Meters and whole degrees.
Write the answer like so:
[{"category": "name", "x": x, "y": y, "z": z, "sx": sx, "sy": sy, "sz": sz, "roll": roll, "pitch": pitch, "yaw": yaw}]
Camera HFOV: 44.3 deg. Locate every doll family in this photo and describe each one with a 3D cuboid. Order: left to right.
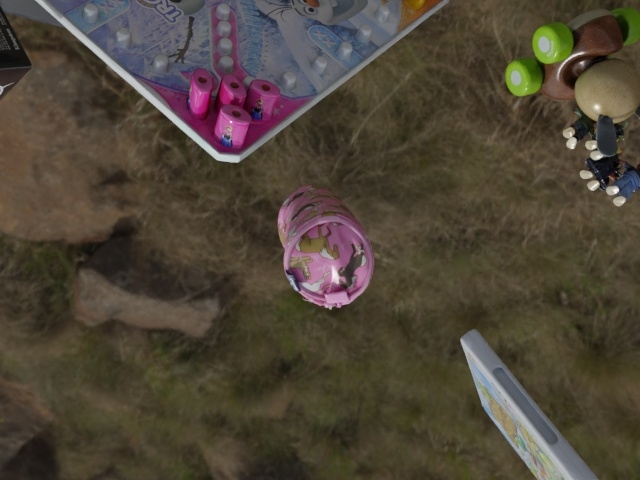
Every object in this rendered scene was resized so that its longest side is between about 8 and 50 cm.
[{"category": "doll family", "x": 0.500, "y": -0.147, "z": 1.355, "sx": 0.076, "sy": 0.111, "sz": 0.193, "roll": -12, "pitch": 108, "yaw": 49}]

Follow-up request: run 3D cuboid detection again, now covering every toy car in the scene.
[{"category": "toy car", "x": 0.374, "y": -0.199, "z": 1.060, "sx": 0.188, "sy": 0.155, "sz": 0.149, "roll": 66, "pitch": 157, "yaw": 16}]

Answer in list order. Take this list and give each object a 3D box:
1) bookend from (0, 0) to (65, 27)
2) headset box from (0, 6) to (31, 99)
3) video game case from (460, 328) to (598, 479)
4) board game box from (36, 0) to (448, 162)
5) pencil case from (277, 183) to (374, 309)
[{"category": "bookend", "x": -0.371, "y": -0.371, "z": 1.038, "sx": 0.157, "sy": 0.156, "sz": 0.072, "roll": 11, "pitch": 146, "yaw": -16}, {"category": "headset box", "x": -0.394, "y": -0.177, "z": 0.551, "sx": 0.110, "sy": 0.293, "sz": 0.218, "roll": -30, "pitch": 88, "yaw": 35}, {"category": "video game case", "x": 0.227, "y": 0.213, "z": 0.850, "sx": 0.193, "sy": 0.023, "sz": 0.212, "roll": 54, "pitch": 176, "yaw": 35}, {"category": "board game box", "x": -0.101, "y": -0.309, "z": 0.801, "sx": 0.390, "sy": 0.390, "sz": 0.050, "roll": 42, "pitch": 145, "yaw": 8}, {"category": "pencil case", "x": 0.000, "y": 0.000, "z": 1.490, "sx": 0.160, "sy": 0.386, "sz": 0.167, "roll": 39, "pitch": 97, "yaw": -12}]
